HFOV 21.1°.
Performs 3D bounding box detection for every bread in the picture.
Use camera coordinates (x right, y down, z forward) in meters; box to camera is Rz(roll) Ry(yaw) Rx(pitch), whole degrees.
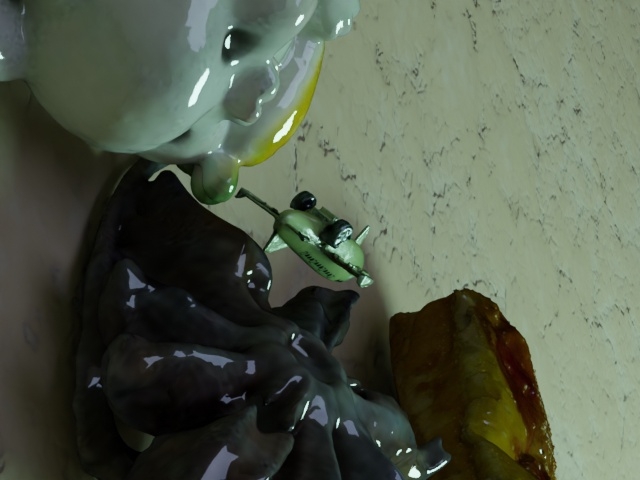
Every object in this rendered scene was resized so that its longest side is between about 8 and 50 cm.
[{"bbox_3d":[0.121,0.179,1.189,0.380,0.109,0.185,-96,175,-63],"label":"bread"}]

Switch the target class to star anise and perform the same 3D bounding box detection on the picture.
[{"bbox_3d":[-0.042,0.096,0.970,0.316,0.139,0.359,55,24,-2],"label":"star anise"}]

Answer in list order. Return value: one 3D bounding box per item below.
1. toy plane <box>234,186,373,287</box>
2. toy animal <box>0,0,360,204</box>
[{"bbox_3d":[0.000,0.000,0.981,0.040,0.102,0.111,-55,149,8],"label":"toy plane"},{"bbox_3d":[-0.083,-0.157,0.916,0.247,0.182,0.310,48,39,-20],"label":"toy animal"}]
